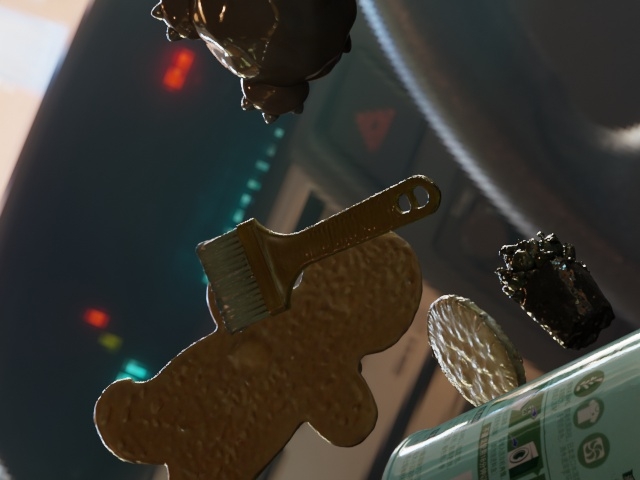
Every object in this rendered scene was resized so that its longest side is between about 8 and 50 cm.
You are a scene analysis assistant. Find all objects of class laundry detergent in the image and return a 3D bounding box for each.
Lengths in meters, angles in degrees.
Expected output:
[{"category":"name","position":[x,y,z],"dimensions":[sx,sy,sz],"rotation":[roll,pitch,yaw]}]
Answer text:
[{"category":"laundry detergent","position":[0.245,0.210,1.241],"dimensions":[0.305,0.287,0.287],"rotation":[-29,30,28]}]

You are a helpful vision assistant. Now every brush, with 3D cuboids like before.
[{"category":"brush","position":[0.000,0.000,1.361],"dimensions":[0.218,0.082,0.010],"rotation":[-25,-12,25]}]

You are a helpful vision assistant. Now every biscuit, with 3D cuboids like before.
[{"category":"biscuit","position":[-0.038,0.122,1.630],"dimensions":[0.339,0.216,0.047],"rotation":[-46,-14,1]},{"category":"biscuit","position":[0.163,0.123,1.811],"dimensions":[0.020,0.152,0.152],"rotation":[-31,-7,-26]}]

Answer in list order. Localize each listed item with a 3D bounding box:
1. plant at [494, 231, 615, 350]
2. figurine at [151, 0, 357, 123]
[{"category":"plant","position":[0.259,0.054,1.924],"dimensions":[0.092,0.094,0.143],"rotation":[-54,52,23]},{"category":"figurine","position":[-0.014,-0.342,2.170],"dimensions":[0.380,0.248,0.203],"rotation":[-44,12,11]}]
